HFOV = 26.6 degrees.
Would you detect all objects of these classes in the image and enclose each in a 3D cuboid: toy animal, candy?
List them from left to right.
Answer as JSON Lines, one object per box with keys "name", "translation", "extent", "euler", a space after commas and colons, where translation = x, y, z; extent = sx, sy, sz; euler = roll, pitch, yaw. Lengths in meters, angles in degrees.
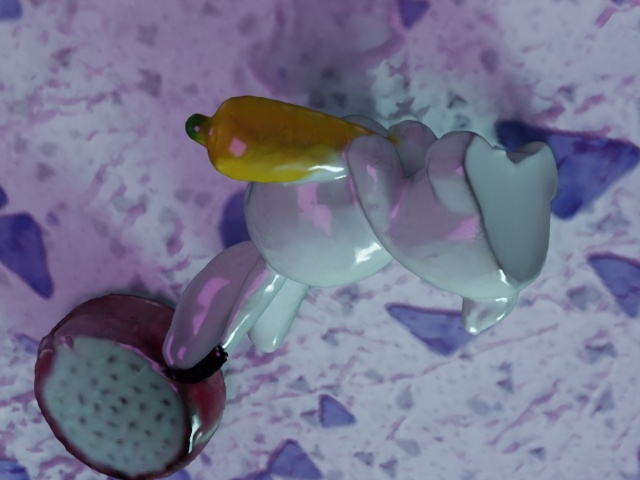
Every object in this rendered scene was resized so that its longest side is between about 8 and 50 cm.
{"name": "candy", "translation": [-0.100, 0.078, 0.710], "extent": [0.103, 0.043, 0.103], "euler": [9, 119, 16]}
{"name": "toy animal", "translation": [0.000, 0.000, 0.591], "extent": [0.181, 0.131, 0.127], "euler": [-3, 94, 33]}
